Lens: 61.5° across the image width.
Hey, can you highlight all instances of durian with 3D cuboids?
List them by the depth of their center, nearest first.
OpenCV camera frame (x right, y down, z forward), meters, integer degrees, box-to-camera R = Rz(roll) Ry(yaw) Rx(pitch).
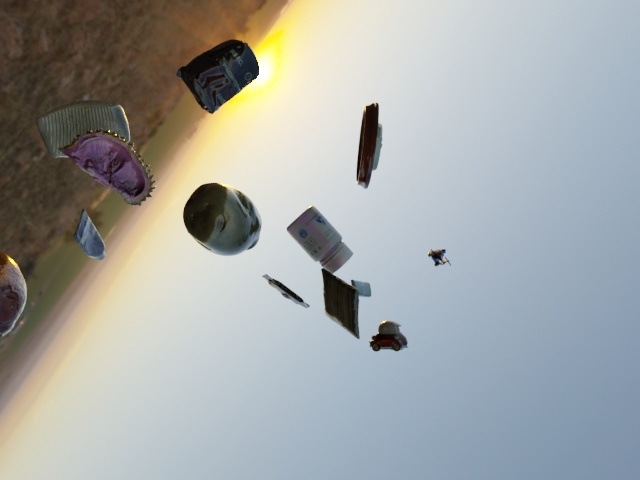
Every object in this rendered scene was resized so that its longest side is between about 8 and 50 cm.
[{"bbox_3d":[-0.712,-0.277,1.888,0.191,0.341,0.112,-44,-149,8],"label":"durian"}]

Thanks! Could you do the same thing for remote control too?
[{"bbox_3d":[0.155,0.181,2.024,0.029,0.162,0.061,-12,-103,28],"label":"remote control"}]

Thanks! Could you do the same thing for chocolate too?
[{"bbox_3d":[-0.113,0.166,1.742,0.028,0.182,0.086,-52,-172,-17],"label":"chocolate"}]

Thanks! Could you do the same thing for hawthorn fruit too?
[{"bbox_3d":[-0.831,0.145,1.323,0.261,0.224,0.224,35,-89,39],"label":"hawthorn fruit"}]

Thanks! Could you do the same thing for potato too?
[{"bbox_3d":[-0.317,-0.066,1.745,0.220,0.243,0.326,-61,177,0],"label":"potato"}]

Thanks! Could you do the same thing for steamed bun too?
[{"bbox_3d":[-1.092,-0.528,2.512,0.384,0.246,0.236,-15,-159,-7],"label":"steamed bun"}]

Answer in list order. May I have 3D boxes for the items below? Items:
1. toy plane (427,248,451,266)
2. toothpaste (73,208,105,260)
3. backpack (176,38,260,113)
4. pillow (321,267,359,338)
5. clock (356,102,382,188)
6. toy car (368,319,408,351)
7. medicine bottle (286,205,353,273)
[{"bbox_3d":[0.404,0.056,1.816,0.062,0.054,0.167,-34,-170,8],"label":"toy plane"},{"bbox_3d":[-0.798,0.002,1.861,0.069,0.099,0.282,-20,160,-15],"label":"toothpaste"},{"bbox_3d":[-0.211,-0.361,1.166,0.165,0.120,0.106,-39,-141,-2],"label":"backpack"},{"bbox_3d":[0.073,0.226,1.953,0.052,0.208,0.212,-22,-148,-30],"label":"pillow"},{"bbox_3d":[0.185,-0.346,1.978,0.318,0.081,0.318,5,90,-89],"label":"clock"},{"bbox_3d":[0.247,0.348,1.963,0.112,0.139,0.112,29,58,-73],"label":"toy car"},{"bbox_3d":[0.000,0.000,2.095,0.152,0.254,0.152,-42,-179,1],"label":"medicine bottle"}]
